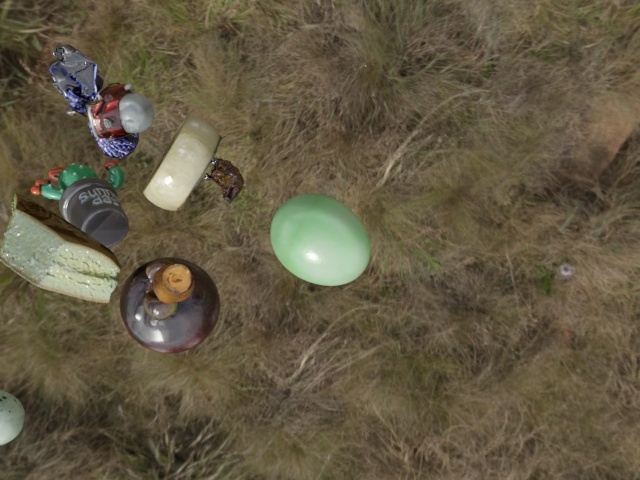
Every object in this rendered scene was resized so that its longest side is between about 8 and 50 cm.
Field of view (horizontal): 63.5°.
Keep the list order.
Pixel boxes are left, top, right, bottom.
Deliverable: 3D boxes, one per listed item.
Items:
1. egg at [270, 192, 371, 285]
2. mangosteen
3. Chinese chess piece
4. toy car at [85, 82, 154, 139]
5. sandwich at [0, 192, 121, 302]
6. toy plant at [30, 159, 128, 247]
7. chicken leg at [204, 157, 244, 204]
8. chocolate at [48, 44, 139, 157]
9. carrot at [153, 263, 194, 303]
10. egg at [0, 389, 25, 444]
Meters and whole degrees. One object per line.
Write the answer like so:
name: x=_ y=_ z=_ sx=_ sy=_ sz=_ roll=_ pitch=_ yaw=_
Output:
egg: x=0.000 y=0.000 z=1.323 sx=0.269 sy=0.220 sz=0.220 roll=38 pitch=108 yaw=7
mangosteen: x=-0.450 y=0.193 z=1.533 sx=0.297 sy=0.293 sz=0.297 roll=0 pitch=95 yaw=5
Chinese chess piece: x=-0.364 y=-0.202 z=1.359 sx=0.104 sy=0.257 sz=0.257 roll=30 pitch=109 yaw=-21
toy car: x=-0.411 y=-0.267 z=1.094 sx=0.112 sy=0.139 sz=0.112 roll=7 pitch=124 yaw=15
sandwich: x=-0.456 y=0.010 z=0.867 sx=0.258 sy=0.096 sz=0.094 roll=30 pitch=99 yaw=11
toy plant: x=-0.769 y=-0.144 z=1.729 sx=0.279 sy=0.400 sz=0.185 roll=-35 pitch=140 yaw=-14
chicken leg: x=-0.309 y=-0.203 z=1.685 sx=0.105 sy=0.234 sz=0.063 roll=-47 pitch=140 yaw=2
chocolate: x=-0.597 y=-0.353 z=1.341 sx=0.148 sy=0.126 sz=0.343 roll=-7 pitch=152 yaw=4
carrot: x=-0.185 y=0.053 z=0.663 sx=0.055 sy=0.161 sz=0.055 roll=3 pitch=82 yaw=-20
egg: x=-0.841 y=0.446 z=1.328 sx=0.131 sy=0.131 sz=0.164 roll=-40 pitch=83 yaw=16
